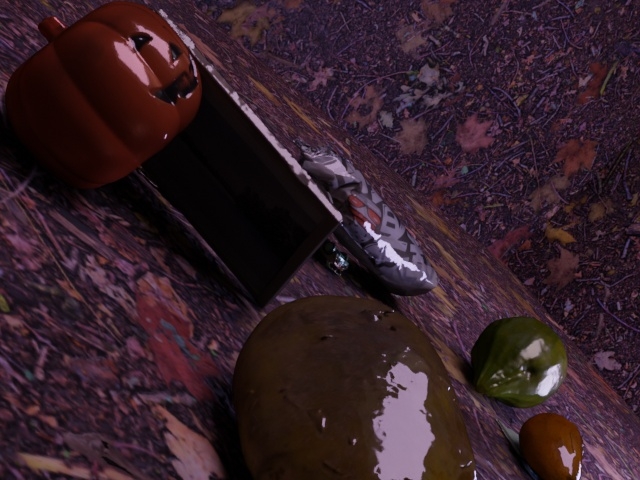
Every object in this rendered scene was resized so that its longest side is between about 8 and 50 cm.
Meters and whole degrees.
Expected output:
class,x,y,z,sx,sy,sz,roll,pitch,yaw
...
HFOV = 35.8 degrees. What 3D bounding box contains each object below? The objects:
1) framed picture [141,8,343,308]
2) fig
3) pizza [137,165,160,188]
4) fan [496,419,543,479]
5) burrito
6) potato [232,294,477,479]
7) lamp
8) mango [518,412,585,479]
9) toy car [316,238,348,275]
class,x,y,z,sx,sy,sz,roll,pitch,yaw
framed picture,-0.114,-0.080,1.075,0.016,0.213,0.289,-36,83,-37
fig,0.342,0.207,1.719,0.167,0.167,0.233,48,5,18
pizza,-0.195,-0.113,1.227,0.246,0.058,0.127,45,11,13
fan,0.350,0.369,1.546,0.131,0.009,0.240,36,14,-47
burrito,0.069,-0.024,1.579,0.139,0.101,0.445,48,0,39
potato,0.028,0.154,0.798,0.192,0.141,0.296,5,38,-15
lamp,-0.213,-0.148,0.958,0.164,0.188,0.187,52,8,-19
mango,0.357,0.317,1.513,0.105,0.084,0.159,37,10,-4
toy car,0.000,0.000,1.565,0.122,0.035,0.059,48,5,31
